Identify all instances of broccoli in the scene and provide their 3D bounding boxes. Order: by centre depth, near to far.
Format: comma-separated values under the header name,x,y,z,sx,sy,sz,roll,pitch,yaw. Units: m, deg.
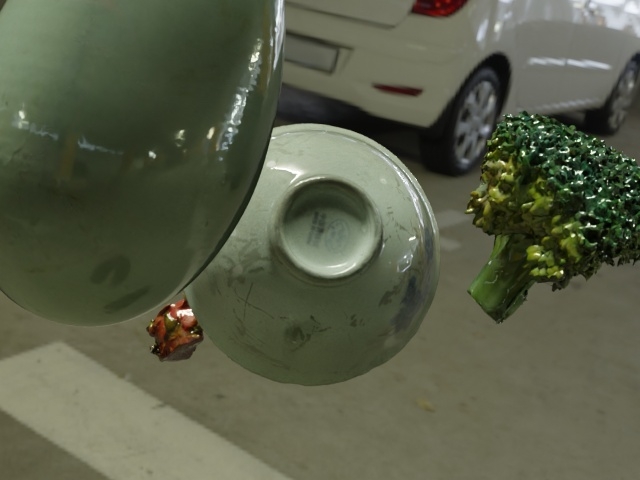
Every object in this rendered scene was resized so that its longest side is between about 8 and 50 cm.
name,x,y,z,sx,sy,sz,roll,pitch,yaw
broccoli,0.202,-0.005,0.826,0.194,0.194,0.219,11,14,-1

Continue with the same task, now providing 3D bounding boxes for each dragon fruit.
name,x,y,z,sx,sy,sz,roll,pitch,yaw
dragon fruit,-0.296,0.182,1.831,0.096,0.147,0.102,-6,57,-26

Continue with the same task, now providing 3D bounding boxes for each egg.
name,x,y,z,sx,sy,sz,roll,pitch,yaw
egg,-0.146,-0.113,0.730,0.230,0.371,0.230,19,-5,2

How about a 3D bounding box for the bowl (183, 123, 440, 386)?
name,x,y,z,sx,sy,sz,roll,pitch,yaw
bowl,0.000,0.000,1.031,0.313,0.313,0.146,9,-12,-7
